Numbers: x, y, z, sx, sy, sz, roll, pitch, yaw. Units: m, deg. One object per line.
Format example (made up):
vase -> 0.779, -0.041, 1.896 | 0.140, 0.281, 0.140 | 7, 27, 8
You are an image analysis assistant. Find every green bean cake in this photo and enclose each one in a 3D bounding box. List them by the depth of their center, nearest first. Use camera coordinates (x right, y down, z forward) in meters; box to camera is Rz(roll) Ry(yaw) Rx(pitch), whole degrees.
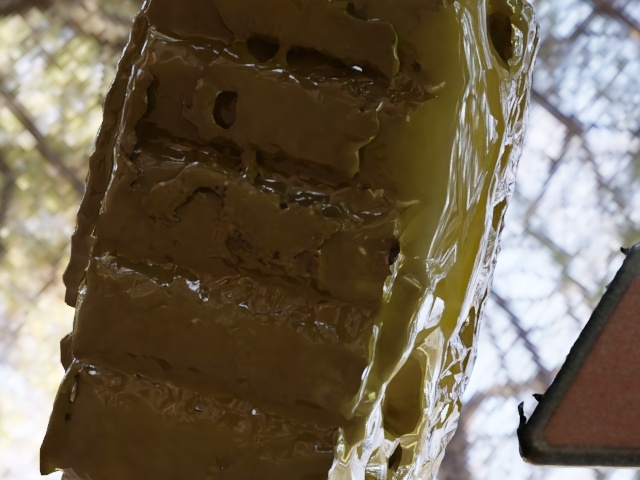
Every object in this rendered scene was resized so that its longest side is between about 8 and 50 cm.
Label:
green bean cake -> 0.000, 0.000, 0.695 | 0.131, 0.224, 0.230 | 15, -1, 12

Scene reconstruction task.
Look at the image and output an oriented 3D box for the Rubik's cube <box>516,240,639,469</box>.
Rubik's cube -> 0.234, 0.017, 0.798 | 0.233, 0.228, 0.229 | 40, -60, -24
